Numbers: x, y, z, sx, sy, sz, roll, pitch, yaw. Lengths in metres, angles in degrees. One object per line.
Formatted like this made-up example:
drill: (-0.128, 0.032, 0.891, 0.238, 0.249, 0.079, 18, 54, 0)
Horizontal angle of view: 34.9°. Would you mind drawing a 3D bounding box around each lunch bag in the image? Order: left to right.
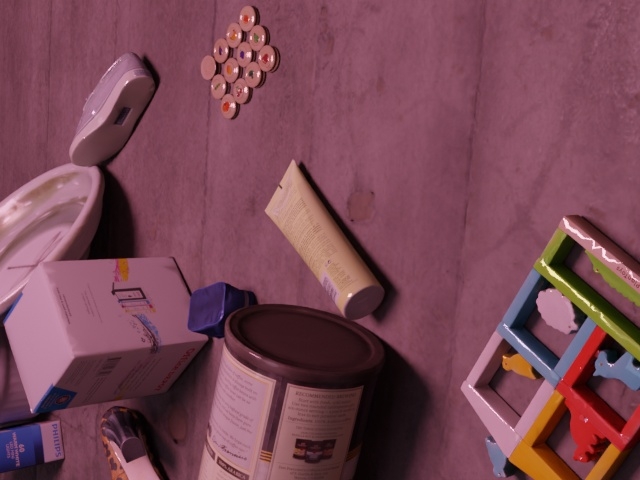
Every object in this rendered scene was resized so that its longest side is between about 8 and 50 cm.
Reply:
lunch bag: (-0.144, 0.105, 1.481, 0.098, 0.065, 0.067, -18, 59, 44)

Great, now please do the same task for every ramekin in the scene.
ramekin: (-0.616, 0.223, 1.940, 0.277, 0.135, 0.277, -2, 87, 48)

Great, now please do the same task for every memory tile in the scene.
memory tile: (-0.119, -0.256, 1.466, 0.148, 0.012, 0.113, -44, 62, 40)

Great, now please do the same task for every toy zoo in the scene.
toy zoo: (0.261, 0.145, 1.074, 0.192, 0.030, 0.293, 46, 124, 35)

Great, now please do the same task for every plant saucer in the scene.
plant saucer: (-0.505, 0.035, 1.735, 0.400, 0.400, 0.100, 1, 137, 47)

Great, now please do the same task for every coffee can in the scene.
coffee can: (-0.045, 0.244, 1.285, 0.201, 0.202, 0.275, 29, 113, 42)

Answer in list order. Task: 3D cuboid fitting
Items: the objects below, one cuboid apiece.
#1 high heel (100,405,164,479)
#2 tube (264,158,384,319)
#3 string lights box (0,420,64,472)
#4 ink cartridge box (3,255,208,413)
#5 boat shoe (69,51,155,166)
high heel: (-0.306, 0.409, 1.694, 0.186, 0.093, 0.261, -152, 52, -67)
tube: (0.000, 0.000, 1.331, 0.070, 0.062, 0.240, -34, 53, -4)
string lights box: (-0.623, 0.394, 1.876, 0.133, 0.260, 0.076, -13, 84, 46)
ink cartridge box: (-0.329, 0.140, 1.561, 0.171, 0.233, 0.168, -49, 57, 38)
boat shoe: (-0.349, -0.216, 1.679, 0.227, 0.079, 0.081, -46, 53, 32)
